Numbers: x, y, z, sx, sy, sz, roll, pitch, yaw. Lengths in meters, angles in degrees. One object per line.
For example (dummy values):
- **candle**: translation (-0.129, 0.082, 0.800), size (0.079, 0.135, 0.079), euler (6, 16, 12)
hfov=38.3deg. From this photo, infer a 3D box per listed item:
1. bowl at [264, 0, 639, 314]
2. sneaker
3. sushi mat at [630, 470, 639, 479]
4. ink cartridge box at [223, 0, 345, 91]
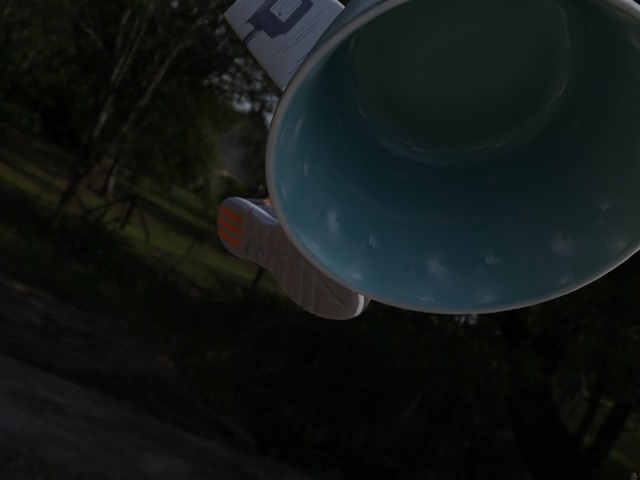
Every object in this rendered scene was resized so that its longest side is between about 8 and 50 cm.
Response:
- **bowl**: translation (0.116, -0.104, 0.720), size (0.312, 0.311, 0.163), euler (26, 39, -21)
- **sneaker**: translation (0.000, 0.000, 1.407), size (0.180, 0.124, 0.321), euler (-15, 38, -39)
- **sushi mat**: translation (0.193, 0.311, 0.560), size (0.019, 0.316, 0.151), euler (0, 23, 7)
- **ink cartridge box**: translation (0.012, -0.175, 0.960), size (0.172, 0.100, 0.237), euler (45, 8, -35)
